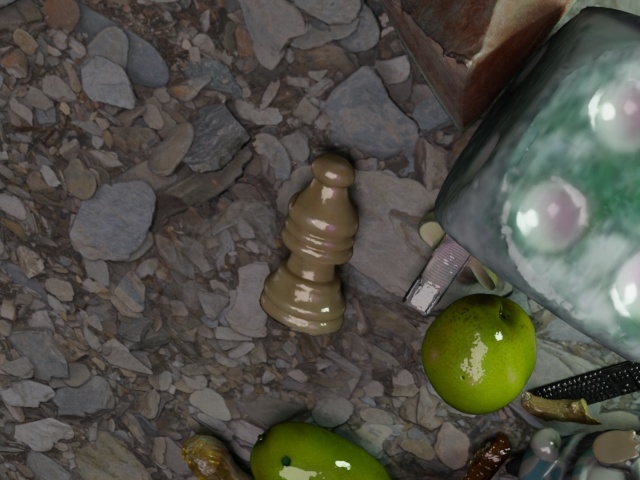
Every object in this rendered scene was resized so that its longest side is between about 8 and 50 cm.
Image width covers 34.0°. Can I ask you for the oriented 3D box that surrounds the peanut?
[{"bbox_3d":[-0.198,0.469,2.105,0.087,0.087,0.207,-28,110,33],"label":"peanut"}]

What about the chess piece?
[{"bbox_3d":[0.000,0.000,1.718,0.139,0.124,0.307,39,130,33],"label":"chess piece"}]

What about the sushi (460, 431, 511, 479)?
[{"bbox_3d":[0.298,0.400,1.888,0.055,0.052,0.120,38,132,17],"label":"sushi"}]

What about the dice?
[{"bbox_3d":[0.366,-0.073,1.327,0.328,0.330,0.348,35,99,-4],"label":"dice"}]

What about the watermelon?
[{"bbox_3d":[0.224,-0.268,1.379,0.283,0.292,0.250,-24,140,31],"label":"watermelon"}]

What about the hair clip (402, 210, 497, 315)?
[{"bbox_3d":[0.216,0.033,1.673,0.159,0.071,0.218,26,132,0],"label":"hair clip"}]

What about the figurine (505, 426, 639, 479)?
[{"bbox_3d":[0.410,0.431,1.687,0.377,0.266,0.361,-20,151,32],"label":"figurine"}]

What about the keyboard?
[{"bbox_3d":[0.460,0.245,1.749,0.204,0.013,0.061,-23,111,31],"label":"keyboard"}]

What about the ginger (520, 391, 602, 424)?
[{"bbox_3d":[0.406,0.284,1.761,0.137,0.057,0.044,3,77,24],"label":"ginger"}]

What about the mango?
[{"bbox_3d":[0.007,0.442,1.978,0.293,0.143,0.175,24,129,-7],"label":"mango"}]

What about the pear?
[{"bbox_3d":[0.258,0.171,1.671,0.187,0.187,0.220,14,128,12],"label":"pear"}]
